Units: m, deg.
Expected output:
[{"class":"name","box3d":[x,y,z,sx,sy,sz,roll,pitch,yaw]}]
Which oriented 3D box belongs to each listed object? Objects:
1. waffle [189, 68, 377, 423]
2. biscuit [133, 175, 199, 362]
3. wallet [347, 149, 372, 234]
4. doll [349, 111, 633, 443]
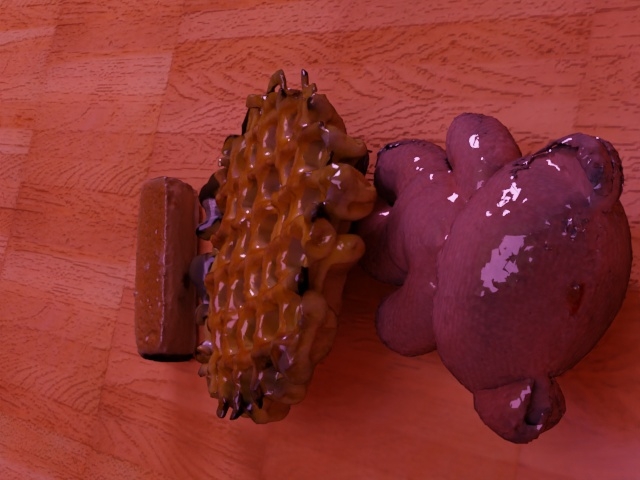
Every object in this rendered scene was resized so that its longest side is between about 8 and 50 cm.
[{"class":"waffle","box3d":[-0.046,0.001,0.771,0.329,0.062,0.329,-170,90,-68]},{"class":"biscuit","box3d":[-0.155,0.030,0.917,0.052,0.056,0.188,-11,73,39]},{"class":"wallet","box3d":[0.000,0.000,0.786,0.095,0.026,0.176,-150,76,-71]},{"class":"doll","box3d":[0.127,0.005,0.671,0.303,0.156,0.201,-136,62,-66]}]
